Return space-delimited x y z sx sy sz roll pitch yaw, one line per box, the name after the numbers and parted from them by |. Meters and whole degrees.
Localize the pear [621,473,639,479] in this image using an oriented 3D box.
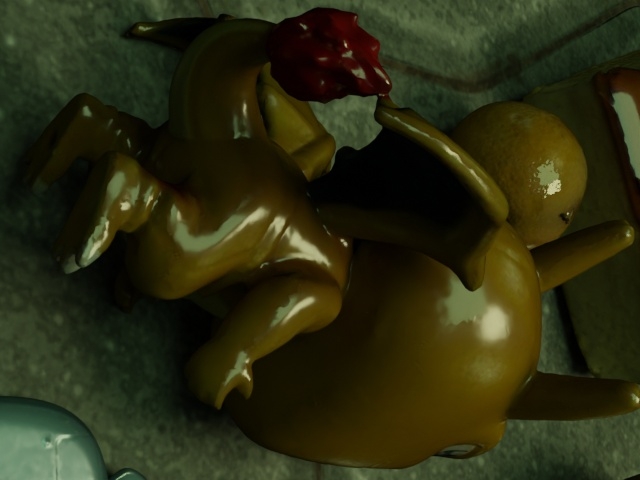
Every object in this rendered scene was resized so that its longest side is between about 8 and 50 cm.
0.336 0.344 1.234 0.283 0.283 0.284 10 75 -43 | pear

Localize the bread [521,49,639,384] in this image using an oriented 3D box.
0.369 -0.041 1.425 0.333 0.143 0.324 -24 100 -45 | bread

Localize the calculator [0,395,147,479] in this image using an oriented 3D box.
-0.222 0.194 0.872 0.302 0.042 0.188 3 79 -41 | calculator

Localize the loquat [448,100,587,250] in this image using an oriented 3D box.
0.177 -0.057 1.248 0.141 0.141 0.141 10 75 -43 | loquat

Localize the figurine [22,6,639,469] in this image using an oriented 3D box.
0.012 0.015 0.933 0.387 0.401 0.268 32 80 -30 | figurine
